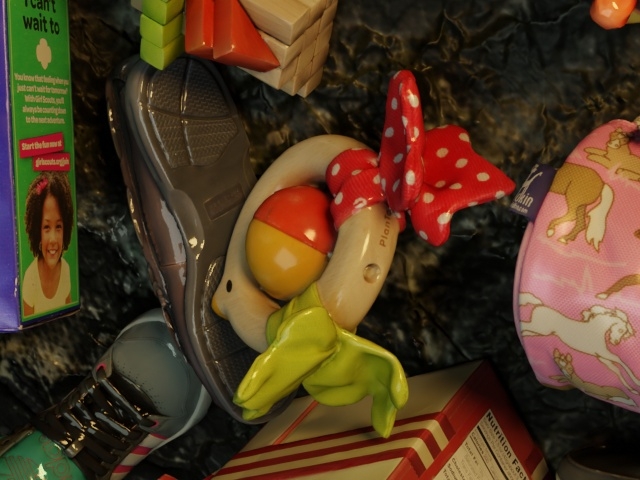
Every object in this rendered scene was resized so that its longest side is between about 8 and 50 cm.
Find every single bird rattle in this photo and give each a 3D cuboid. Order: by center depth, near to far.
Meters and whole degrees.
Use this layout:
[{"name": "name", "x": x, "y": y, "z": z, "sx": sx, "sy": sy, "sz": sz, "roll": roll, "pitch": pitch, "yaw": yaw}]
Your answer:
[{"name": "bird rattle", "x": 0.000, "y": 0.000, "z": 0.891, "sx": 0.207, "sy": 0.143, "sz": 0.253, "roll": 22, "pitch": 99, "yaw": 53}]

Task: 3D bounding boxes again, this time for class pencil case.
[{"name": "pencil case", "x": 0.301, "y": 0.035, "z": 0.712, "sx": 0.386, "sy": 0.160, "sz": 0.167, "roll": 12, "pitch": 130, "yaw": 30}]

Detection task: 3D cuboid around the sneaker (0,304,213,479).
[{"name": "sneaker", "x": -0.213, "y": 0.178, "z": 1.146, "sx": 0.124, "sy": 0.178, "sz": 0.295, "roll": 45, "pitch": 133, "yaw": 3}]

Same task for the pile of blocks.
[{"name": "pile of blocks", "x": -0.146, "y": -0.217, "z": 0.871, "sx": 0.362, "sy": 0.112, "sz": 0.149, "roll": 46, "pitch": 144, "yaw": -5}]

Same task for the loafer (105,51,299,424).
[{"name": "loafer", "x": -0.092, "y": -0.005, "z": 1.016, "sx": 0.095, "sy": 0.109, "sz": 0.302, "roll": 7, "pitch": 117, "yaw": 54}]

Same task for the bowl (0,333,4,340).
[{"name": "bowl", "x": -0.405, "y": 0.035, "z": 1.202, "sx": 0.312, "sy": 0.163, "sz": 0.311, "roll": 18, "pitch": 126, "yaw": 26}]

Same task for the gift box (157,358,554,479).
[{"name": "gift box", "x": 0.017, "y": 0.257, "z": 0.980, "sx": 0.258, "sy": 0.276, "sz": 0.255, "roll": -20, "pitch": 100, "yaw": 43}]

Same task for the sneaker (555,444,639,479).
[{"name": "sneaker", "x": 0.258, "y": 0.130, "z": 0.870, "sx": 0.222, "sy": 0.083, "sz": 0.118, "roll": 0, "pitch": 102, "yaw": 38}]

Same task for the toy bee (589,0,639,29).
[{"name": "toy bee", "x": 0.186, "y": -0.179, "z": 0.657, "sx": 0.195, "sy": 0.162, "sz": 0.298, "roll": -28, "pitch": 100, "yaw": 41}]

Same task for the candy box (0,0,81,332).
[{"name": "candy box", "x": -0.328, "y": -0.095, "z": 0.963, "sx": 0.268, "sy": 0.122, "sz": 0.317, "roll": 0, "pitch": 96, "yaw": 11}]
